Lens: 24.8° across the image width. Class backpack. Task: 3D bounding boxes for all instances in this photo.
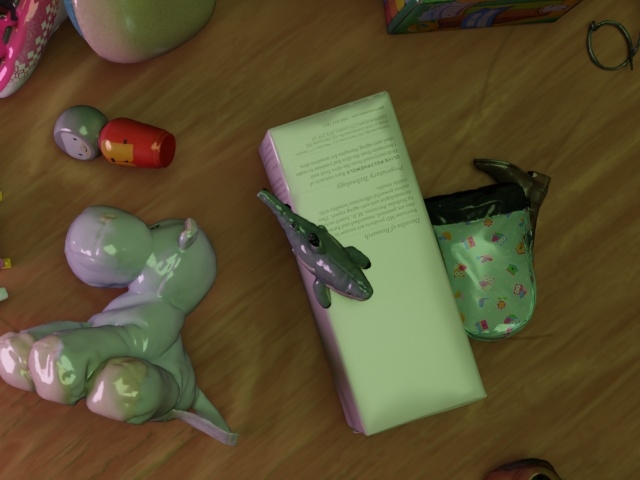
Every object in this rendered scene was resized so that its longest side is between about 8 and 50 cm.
[{"bbox_3d":[0.192,0.030,1.756,0.152,0.115,0.182,-10,96,5],"label":"backpack"}]

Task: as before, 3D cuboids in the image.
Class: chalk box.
[{"bbox_3d":[0.164,-0.356,1.756,0.289,0.180,0.179,-7,87,-8],"label":"chalk box"}]

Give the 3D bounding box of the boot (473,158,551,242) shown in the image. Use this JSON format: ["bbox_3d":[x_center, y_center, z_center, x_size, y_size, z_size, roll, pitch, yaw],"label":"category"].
[{"bbox_3d":[0.228,-0.039,1.820,0.106,0.037,0.114,17,89,-5],"label":"boot"}]

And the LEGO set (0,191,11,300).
[{"bbox_3d":[-0.442,-0.048,1.680,0.132,0.107,0.287,-30,92,-9],"label":"LEGO set"}]

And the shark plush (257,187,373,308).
[{"bbox_3d":[0.000,0.000,1.572,0.073,0.067,0.161,-32,90,-4],"label":"shark plush"}]

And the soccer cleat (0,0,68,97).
[{"bbox_3d":[-0.303,-0.318,1.717,0.143,0.116,0.331,13,97,-38],"label":"soccer cleat"}]

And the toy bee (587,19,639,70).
[{"bbox_3d":[0.474,-0.351,1.811,0.195,0.162,0.298,16,84,-9],"label":"toy bee"}]

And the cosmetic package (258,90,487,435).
[{"bbox_3d":[0.053,0.031,1.706,0.155,0.197,0.365,-19,91,-7],"label":"cosmetic package"}]

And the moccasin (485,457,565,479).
[{"bbox_3d":[0.296,0.450,1.742,0.139,0.147,0.380,-8,88,-9],"label":"moccasin"}]

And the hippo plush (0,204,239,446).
[{"bbox_3d":[-0.202,0.081,1.645,0.294,0.234,0.236,17,85,-7],"label":"hippo plush"}]

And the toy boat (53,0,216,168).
[{"bbox_3d":[-0.230,-0.240,1.682,0.148,0.267,0.318,13,105,20],"label":"toy boat"}]
